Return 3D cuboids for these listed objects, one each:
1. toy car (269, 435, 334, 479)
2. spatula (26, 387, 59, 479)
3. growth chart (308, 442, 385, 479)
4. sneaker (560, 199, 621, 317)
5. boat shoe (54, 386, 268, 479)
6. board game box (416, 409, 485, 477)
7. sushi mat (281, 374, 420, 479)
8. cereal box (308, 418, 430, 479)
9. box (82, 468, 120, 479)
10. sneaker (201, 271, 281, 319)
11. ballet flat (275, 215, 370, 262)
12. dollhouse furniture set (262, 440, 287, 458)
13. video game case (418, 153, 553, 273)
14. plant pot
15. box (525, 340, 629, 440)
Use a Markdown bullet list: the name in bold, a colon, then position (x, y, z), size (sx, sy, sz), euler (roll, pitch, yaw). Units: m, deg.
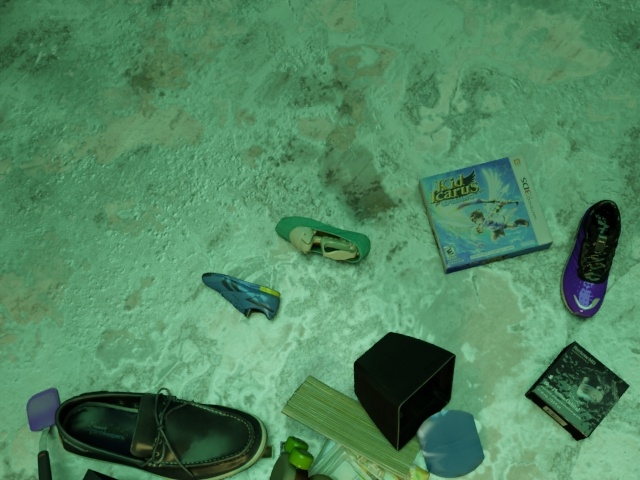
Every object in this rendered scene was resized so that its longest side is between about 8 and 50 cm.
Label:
- **toy car**: position (-0.013, 0.543, 1.669), size (0.188, 0.149, 0.155), euler (26, 89, -10)
- **spatula**: position (-0.645, 0.478, 1.795), size (0.084, 0.030, 0.296), euler (-21, 45, -1)
- **growth chart**: position (0.079, 0.565, 1.706), size (0.172, 0.021, 0.237), euler (-37, 73, -5)
- **sneaker**: position (0.643, 0.032, 1.814), size (0.102, 0.146, 0.293), euler (13, 74, 9)
- **boat shoe**: position (-0.371, 0.438, 1.753), size (0.501, 0.156, 0.186), euler (5, 61, 7)
- **board game box**: position (0.293, 0.456, 1.748), size (0.133, 0.033, 0.168), euler (-17, 102, 3)
- **sushi mat**: position (0.076, 0.420, 1.755), size (0.317, 0.019, 0.151), euler (26, 34, 12)
- **cereal box**: position (0.104, 0.541, 1.748), size (0.240, 0.047, 0.173), euler (30, 78, 14)
- **box**: position (-0.442, 0.613, 1.680), size (0.108, 0.207, 0.153), euler (9, 66, 52)
- **sneaker**: position (-0.203, 0.137, 1.891), size (0.209, 0.069, 0.082), euler (17, 78, 10)
- **ballet flat**: position (0.000, 0.000, 1.900), size (0.247, 0.083, 0.087), euler (12, 33, 6)
- **dollhouse furniture set**: position (-0.118, 0.504, 1.760), size (0.114, 0.081, 0.091), euler (-2, 72, 4)
- **video game case**: position (0.406, -0.068, 1.911), size (0.270, 0.061, 0.244), euler (-14, 71, 0)
- **plant pot**: position (0.177, 0.318, 1.732), size (0.188, 0.187, 0.167), euler (-35, 53, -27)
- **box**: position (0.581, 0.341, 1.750), size (0.156, 0.093, 0.158), euler (41, 79, 15)
